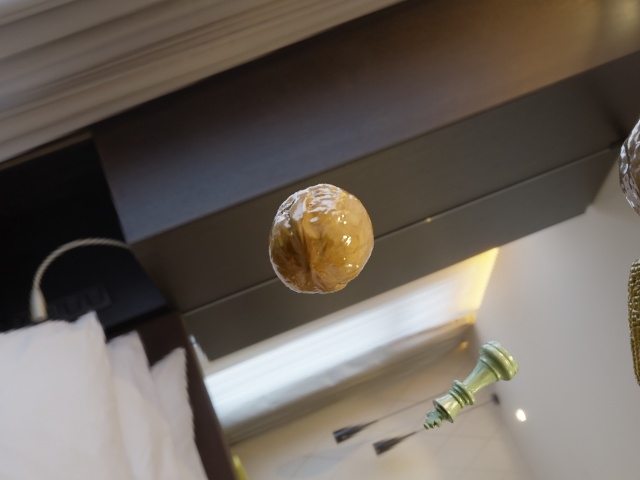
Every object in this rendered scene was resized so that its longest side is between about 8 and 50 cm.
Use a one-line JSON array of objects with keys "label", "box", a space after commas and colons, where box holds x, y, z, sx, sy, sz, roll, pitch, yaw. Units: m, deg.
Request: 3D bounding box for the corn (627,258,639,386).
[{"label": "corn", "box": [0.592, 0.160, 1.397, 0.097, 0.097, 0.261, 101, -15, -79]}]

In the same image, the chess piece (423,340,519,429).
[{"label": "chess piece", "box": [0.195, 0.202, 1.058, 0.059, 0.149, 0.059, 46, -14, 15]}]

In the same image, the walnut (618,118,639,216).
[{"label": "walnut", "box": [0.702, -0.136, 1.486, 0.273, 0.273, 0.227, 67, -31, 20]}]

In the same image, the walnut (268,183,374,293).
[{"label": "walnut", "box": [0.000, 0.000, 1.472, 0.221, 0.195, 0.195, -70, 146, -59]}]
